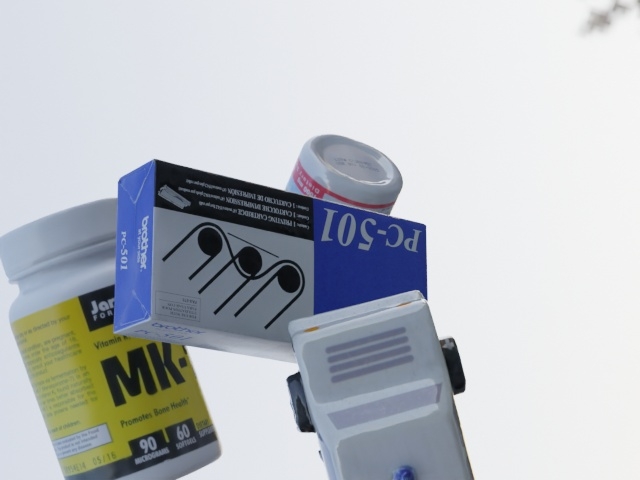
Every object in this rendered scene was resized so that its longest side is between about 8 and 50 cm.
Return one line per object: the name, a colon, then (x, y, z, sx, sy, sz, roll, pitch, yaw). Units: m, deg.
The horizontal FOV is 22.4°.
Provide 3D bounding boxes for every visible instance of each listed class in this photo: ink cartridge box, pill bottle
ink cartridge box: (-0.025, 0.021, 0.987, 0.207, 0.046, 0.097, 12, -111, -36)
pill bottle: (-0.160, 0.082, 1.193, 0.119, 0.119, 0.209, -17, -93, -59)
pill bottle: (0.000, 0.000, 1.317, 0.087, 0.087, 0.160, -28, -33, -55)

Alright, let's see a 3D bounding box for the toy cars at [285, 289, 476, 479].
toy cars: (-0.001, 0.219, 0.885, 0.087, 0.176, 0.394, -161, 96, -87)
